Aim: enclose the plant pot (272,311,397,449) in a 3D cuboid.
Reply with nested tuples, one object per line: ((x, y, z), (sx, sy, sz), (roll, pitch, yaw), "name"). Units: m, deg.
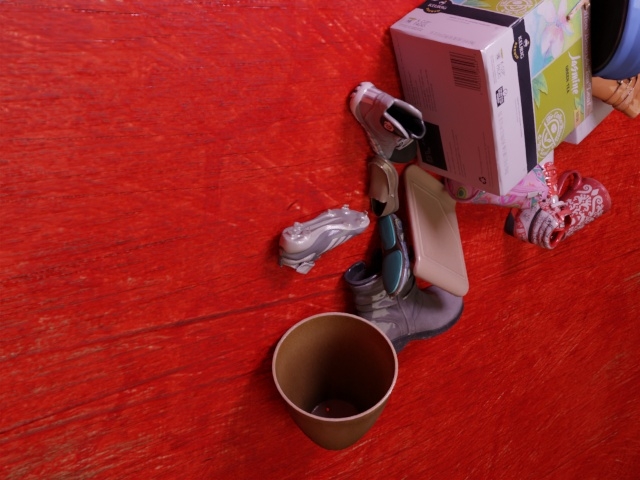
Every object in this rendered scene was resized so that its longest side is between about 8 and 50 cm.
((0.030, 0.314, 1.586), (0.237, 0.237, 0.254), (-36, 147, -26), "plant pot")

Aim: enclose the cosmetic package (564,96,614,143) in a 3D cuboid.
((0.658, -0.351, 1.942), (0.231, 0.086, 0.117), (-41, 135, -25), "cosmetic package")

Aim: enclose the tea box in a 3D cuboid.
((0.342, -0.324, 1.523), (0.323, 0.220, 0.329), (-42, 136, -24), "tea box")

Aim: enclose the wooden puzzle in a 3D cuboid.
((0.237, -0.016, 1.661), (0.221, 0.044, 0.238), (26, 56, -49), "wooden puzzle")

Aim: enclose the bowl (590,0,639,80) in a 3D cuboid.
((0.550, -0.507, 1.543), (0.077, 0.391, 0.391), (-9, 124, -5), "bowl")

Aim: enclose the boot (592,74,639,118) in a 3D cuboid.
((0.643, -0.352, 1.822), (0.220, 0.109, 0.283), (43, 68, -20), "boot")

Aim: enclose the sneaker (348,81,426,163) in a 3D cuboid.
((0.151, -0.196, 1.467), (0.086, 0.132, 0.229), (-56, 139, -6), "sneaker")

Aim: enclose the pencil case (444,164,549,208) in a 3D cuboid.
((0.397, -0.134, 1.768), (0.284, 0.124, 0.124), (4, 109, -46), "pencil case")

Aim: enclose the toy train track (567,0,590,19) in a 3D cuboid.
((0.475, -0.427, 1.428), (0.083, 0.014, 0.048), (-48, 136, -18), "toy train track")

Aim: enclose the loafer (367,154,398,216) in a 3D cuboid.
((0.121, -0.102, 1.549), (0.050, 0.056, 0.148), (-45, 137, -27), "loafer")

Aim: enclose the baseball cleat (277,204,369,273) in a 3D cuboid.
((0.000, 0.000, 1.488), (0.206, 0.072, 0.109), (-13, 135, -36), "baseball cleat")

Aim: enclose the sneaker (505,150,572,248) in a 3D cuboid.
((0.556, -0.114, 1.922), (0.090, 0.145, 0.270), (-3, 113, -45), "sneaker")

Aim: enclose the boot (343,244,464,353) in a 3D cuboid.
((0.196, 0.105, 1.708), (0.338, 0.118, 0.222), (-26, 123, -40), "boot")

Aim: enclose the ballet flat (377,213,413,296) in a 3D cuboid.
((0.158, 0.031, 1.584), (0.070, 0.070, 0.188), (38, 43, -49), "ballet flat")

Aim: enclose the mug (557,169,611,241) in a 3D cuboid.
((0.656, -0.091, 2.093), (0.169, 0.150, 0.113), (-34, 169, -23), "mug")
